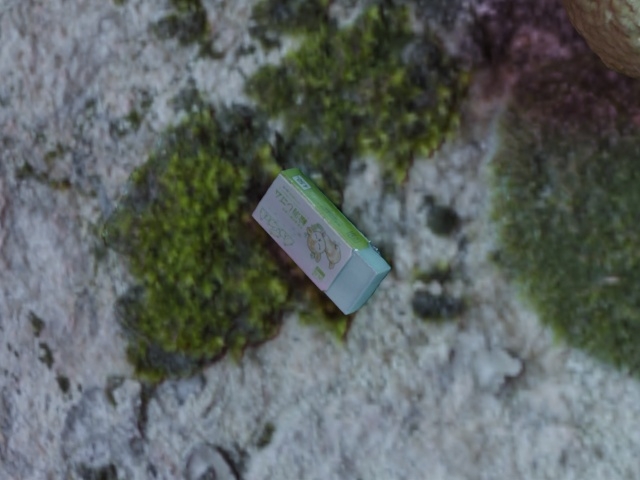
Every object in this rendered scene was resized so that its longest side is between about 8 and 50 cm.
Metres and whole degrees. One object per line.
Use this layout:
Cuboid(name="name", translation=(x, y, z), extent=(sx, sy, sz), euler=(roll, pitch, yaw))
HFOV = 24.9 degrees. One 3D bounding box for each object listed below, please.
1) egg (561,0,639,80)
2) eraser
Cuboid(name="egg", translation=(0.162, -0.122, 0.621), extent=(0.140, 0.116, 0.118), euler=(19, 133, 28))
Cuboid(name="eraser", translation=(0.000, 0.000, 0.821), extent=(0.083, 0.019, 0.038), euler=(47, 121, 19))
